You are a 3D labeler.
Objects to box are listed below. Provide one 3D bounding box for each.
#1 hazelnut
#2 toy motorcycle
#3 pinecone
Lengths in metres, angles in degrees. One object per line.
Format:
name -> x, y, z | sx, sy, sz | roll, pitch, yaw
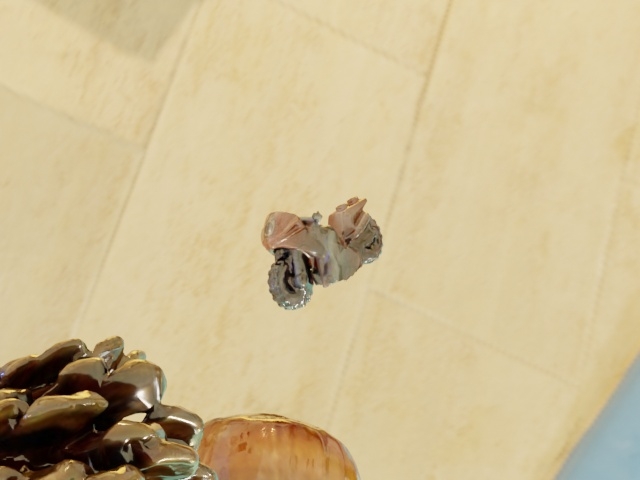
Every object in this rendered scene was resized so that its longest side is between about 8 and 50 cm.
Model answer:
hazelnut -> -0.041, 0.209, 1.168 | 0.150, 0.150, 0.150 | 8, 70, -24
toy motorcycle -> 0.000, 0.000, 1.865 | 0.212, 0.084, 0.118 | -30, 100, -46
pinecone -> -0.125, 0.144, 0.651 | 0.169, 0.185, 0.212 | 31, 27, -34
